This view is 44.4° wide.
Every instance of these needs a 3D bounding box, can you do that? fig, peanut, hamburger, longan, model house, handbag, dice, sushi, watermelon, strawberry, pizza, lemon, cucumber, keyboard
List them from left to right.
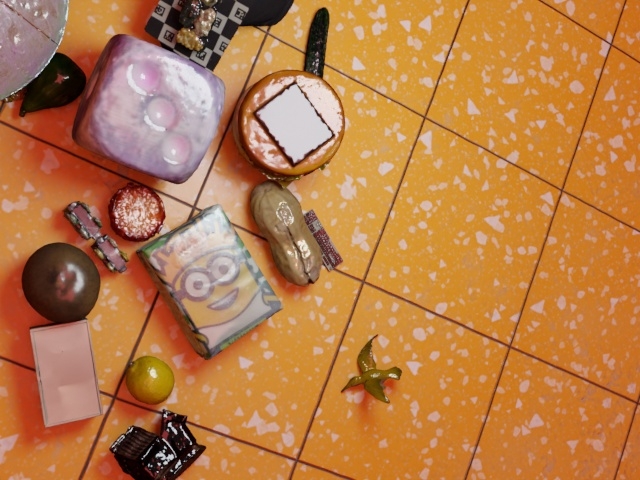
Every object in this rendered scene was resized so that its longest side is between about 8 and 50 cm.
[{"bbox_3d":[-0.731,-0.492,1.737,0.292,0.222,0.319,-31,127,-43],"label":"watermelon"},{"bbox_3d":[-0.698,-0.357,1.822,0.078,0.025,0.083,7,86,-20],"label":"pizza"},{"bbox_3d":[-0.626,-0.350,1.807,0.117,0.117,0.177,47,73,-13],"label":"fig"},{"bbox_3d":[-0.584,0.097,1.773,0.167,0.167,0.187,-18,59,-20],"label":"longan"},{"bbox_3d":[-0.441,-0.065,1.875,0.145,0.086,0.145,0,90,-21],"label":"strawberry"},{"bbox_3d":[-0.391,-0.294,1.782,0.271,0.270,0.270,22,93,-25],"label":"dice"},{"bbox_3d":[-0.406,0.331,1.863,0.133,0.109,0.109,43,74,-29],"label":"lemon"},{"bbox_3d":[-0.388,0.498,1.873,0.164,0.141,0.203,45,51,9],"label":"model house"},{"bbox_3d":[-0.340,-0.516,1.904,0.202,0.148,0.149,-32,66,8],"label":"fig"},{"bbox_3d":[-0.286,-0.513,1.789,0.192,0.050,0.215,34,113,-3],"label":"sushi"},{"bbox_3d":[-0.158,-0.653,1.892,0.302,0.178,0.275,-29,99,-61],"label":"handbag"},{"bbox_3d":[-0.084,-0.016,1.988,0.130,0.130,0.290,-29,100,-19],"label":"peanut"},{"bbox_3d":[-0.079,-0.283,1.946,0.291,0.225,0.291,0,90,-13],"label":"hamburger"},{"bbox_3d":[-0.006,-0.516,2.074,0.058,0.052,0.215,12,83,-40],"label":"cucumber"},{"bbox_3d":[0.000,0.000,2.074,0.055,0.017,0.166,-34,99,-18],"label":"keyboard"}]

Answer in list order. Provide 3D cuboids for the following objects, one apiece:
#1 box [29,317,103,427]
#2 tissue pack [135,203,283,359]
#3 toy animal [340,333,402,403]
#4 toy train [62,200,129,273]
[{"bbox_3d":[-0.586,0.300,1.809,0.129,0.086,0.225,-9,91,-21],"label":"box"},{"bbox_3d":[-0.271,0.098,1.910,0.228,0.128,0.311,-34,100,-20],"label":"tissue pack"},{"bbox_3d":[0.134,0.377,2.077,0.155,0.219,0.095,-41,125,20],"label":"toy animal"},{"bbox_3d":[-0.527,-0.007,1.848,0.060,0.081,0.202,-40,108,-16],"label":"toy train"}]
